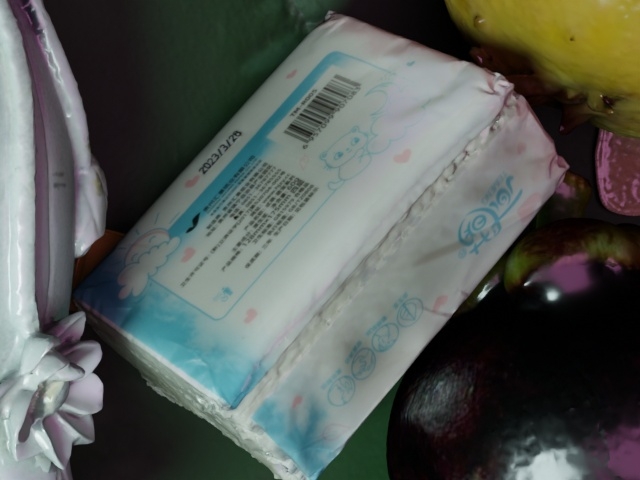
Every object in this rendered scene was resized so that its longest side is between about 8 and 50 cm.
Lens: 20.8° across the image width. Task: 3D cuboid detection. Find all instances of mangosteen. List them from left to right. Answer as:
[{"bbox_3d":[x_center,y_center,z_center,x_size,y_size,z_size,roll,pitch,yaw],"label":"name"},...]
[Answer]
[{"bbox_3d":[0.170,0.100,1.159,0.275,0.275,0.302,-2,78,-16],"label":"mangosteen"}]

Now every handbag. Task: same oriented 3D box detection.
[{"bbox_3d":[-0.129,0.028,1.181,0.083,0.027,0.061,16,91,-19],"label":"handbag"}]

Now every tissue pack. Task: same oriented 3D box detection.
[{"bbox_3d":[-0.002,-0.001,1.110,0.271,0.201,0.124,-49,133,-11],"label":"tissue pack"}]

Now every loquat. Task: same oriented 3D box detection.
[{"bbox_3d":[0.201,-0.191,1.130,0.274,0.275,0.275,-2,98,-16],"label":"loquat"}]

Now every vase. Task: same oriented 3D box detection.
[{"bbox_3d":[-0.236,0.033,1.016,0.250,0.250,0.446,-16,92,-14],"label":"vase"}]

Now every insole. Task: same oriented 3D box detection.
[{"bbox_3d":[0.253,-0.139,1.277,0.081,0.011,0.248,11,94,-16],"label":"insole"}]
